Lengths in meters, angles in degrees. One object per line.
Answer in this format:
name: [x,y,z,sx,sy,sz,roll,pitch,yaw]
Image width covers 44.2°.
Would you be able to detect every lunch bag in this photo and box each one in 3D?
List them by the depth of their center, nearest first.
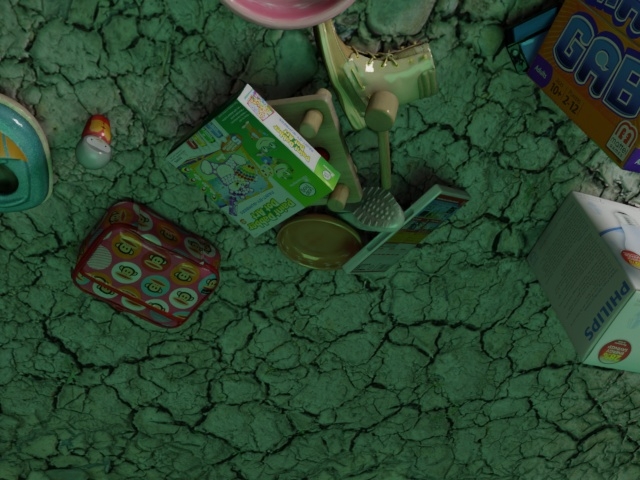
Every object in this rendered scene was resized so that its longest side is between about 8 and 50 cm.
lunch bag: [-0.397,0.070,1.766,0.293,0.120,0.258,30,121,-26]

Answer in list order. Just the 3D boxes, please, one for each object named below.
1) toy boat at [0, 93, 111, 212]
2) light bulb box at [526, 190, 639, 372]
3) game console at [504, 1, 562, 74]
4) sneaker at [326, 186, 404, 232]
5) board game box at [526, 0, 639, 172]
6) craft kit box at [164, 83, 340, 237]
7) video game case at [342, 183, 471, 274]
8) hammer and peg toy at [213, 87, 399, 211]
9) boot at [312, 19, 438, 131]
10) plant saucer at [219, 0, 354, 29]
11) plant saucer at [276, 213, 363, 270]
toy boat: [-0.561,-0.172,1.524,0.318,0.148,0.268,-10,128,-1]
light bulb box: [0.734,0.107,1.829,0.357,0.361,0.225,12,125,-18]
game console: [0.435,-0.399,1.566,0.122,0.071,0.107,-25,103,10]
sneaker: [0.113,-0.058,1.695,0.090,0.235,0.095,-51,123,-9]
board game box: [0.679,-0.345,1.444,0.356,0.357,0.356,7,126,-25]
craft kit box: [-0.132,-0.141,1.501,0.246,0.061,0.249,40,136,-21]
video game case: [0.197,-0.019,1.779,0.285,0.025,0.204,-42,160,21]
hammer and peg toy: [-0.013,-0.166,1.562,0.361,0.127,0.266,-2,132,22]
boot: [0.111,-0.353,1.534,0.203,0.095,0.262,-22,129,8]
plant saucer: [-0.058,-0.538,1.365,0.332,0.084,0.332,-4,126,-5]
plant saucer: [0.000,0.000,1.789,0.199,0.037,0.200,7,146,5]
